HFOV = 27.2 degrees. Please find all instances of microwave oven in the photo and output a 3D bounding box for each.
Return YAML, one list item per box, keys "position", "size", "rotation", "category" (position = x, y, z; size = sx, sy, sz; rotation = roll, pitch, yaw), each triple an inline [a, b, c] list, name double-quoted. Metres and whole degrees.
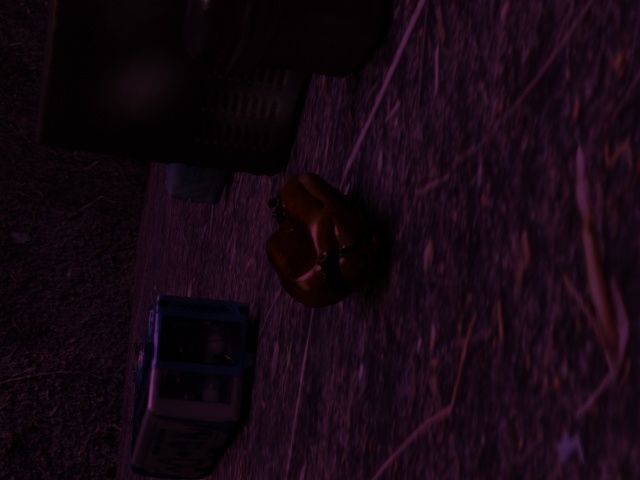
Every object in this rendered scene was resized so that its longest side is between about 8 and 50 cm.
- position: [-0.127, -0.314, 1.291]
  size: [0.432, 0.236, 0.374]
  rotation: [-93, 16, -49]
  category: "microwave oven"

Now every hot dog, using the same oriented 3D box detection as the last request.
- position: [0.000, 0.000, 0.850]
  size: [0.188, 0.055, 0.072]
  rotation: [-125, 48, -76]
  category: "hot dog"

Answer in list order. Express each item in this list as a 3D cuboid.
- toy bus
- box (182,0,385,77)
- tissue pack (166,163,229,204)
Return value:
- position: [-0.141, 0.155, 1.362]
  size: [0.297, 0.106, 0.131]
  rotation: [119, 156, -66]
  category: "toy bus"
- position: [-0.019, -0.223, 0.933]
  size: [0.148, 0.129, 0.210]
  rotation: [149, 129, -76]
  category: "box"
- position: [-0.135, -0.192, 1.649]
  size: [0.263, 0.089, 0.177]
  rotation: [111, 162, -52]
  category: "tissue pack"
